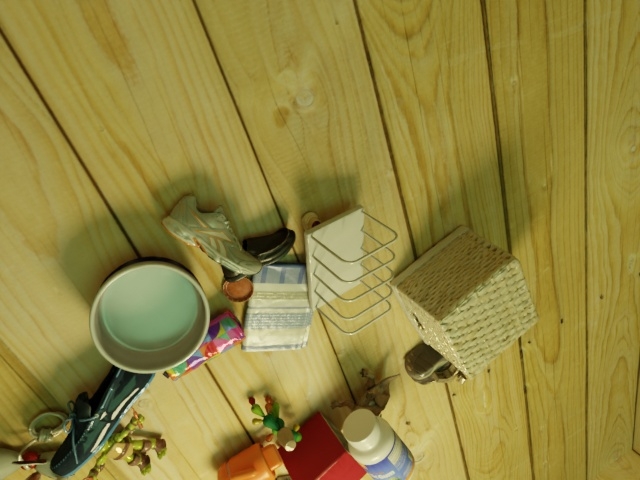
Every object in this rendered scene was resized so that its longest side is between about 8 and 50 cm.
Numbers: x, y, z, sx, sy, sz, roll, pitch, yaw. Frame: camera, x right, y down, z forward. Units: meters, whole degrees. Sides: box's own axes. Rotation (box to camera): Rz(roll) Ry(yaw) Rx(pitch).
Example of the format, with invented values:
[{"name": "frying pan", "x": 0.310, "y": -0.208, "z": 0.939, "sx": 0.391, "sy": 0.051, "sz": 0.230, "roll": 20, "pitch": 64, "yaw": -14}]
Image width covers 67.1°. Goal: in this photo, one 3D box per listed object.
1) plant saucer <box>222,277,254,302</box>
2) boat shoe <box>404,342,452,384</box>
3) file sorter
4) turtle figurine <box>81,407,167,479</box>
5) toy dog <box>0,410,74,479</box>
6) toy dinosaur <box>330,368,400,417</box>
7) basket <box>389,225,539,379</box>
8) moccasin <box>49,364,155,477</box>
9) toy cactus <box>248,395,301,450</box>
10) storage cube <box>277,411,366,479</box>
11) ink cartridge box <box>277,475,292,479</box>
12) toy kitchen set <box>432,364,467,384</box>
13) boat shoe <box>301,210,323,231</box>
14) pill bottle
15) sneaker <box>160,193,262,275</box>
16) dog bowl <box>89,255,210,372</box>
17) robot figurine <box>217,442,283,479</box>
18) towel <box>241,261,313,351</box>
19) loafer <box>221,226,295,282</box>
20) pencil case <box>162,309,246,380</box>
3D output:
[{"name": "plant saucer", "x": -0.221, "y": 0.129, "z": 1.303, "sx": 0.083, "sy": 0.013, "sz": 0.084, "roll": -2, "pitch": 116, "yaw": -3}, {"name": "boat shoe", "x": 0.463, "y": 0.388, "z": 1.720, "sx": 0.355, "sy": 0.132, "sz": 0.130, "roll": -30, "pitch": 133, "yaw": -1}, {"name": "file sorter", "x": 0.088, "y": 0.088, "z": 1.304, "sx": 0.192, "sy": 0.173, "sz": 0.278, "roll": -27, "pitch": 134, "yaw": -27}, {"name": "turtle figurine", "x": -0.548, "y": 0.581, "z": 1.320, "sx": 0.270, "sy": 0.087, "sz": 0.217, "roll": -56, "pitch": 134, "yaw": -9}, {"name": "toy dog", "x": -0.771, "y": 0.567, "z": 1.160, "sx": 0.333, "sy": 0.161, "sz": 0.220, "roll": -5, "pitch": 115, "yaw": -24}, {"name": "toy dinosaur", "x": 0.179, "y": 0.566, "z": 1.654, "sx": 0.296, "sy": 0.127, "sz": 0.200, "roll": -51, "pitch": 124, "yaw": -2}, {"name": "basket", "x": 0.464, "y": 0.193, "z": 1.534, "sx": 0.331, "sy": 0.266, "sz": 0.328, "roll": -38, "pitch": 123, "yaw": -8}, {"name": "moccasin", "x": -0.566, "y": 0.415, "z": 1.214, "sx": 0.117, "sy": 0.137, "sz": 0.342, "roll": 45, "pitch": 70, "yaw": -32}, {"name": "toy cactus", "x": -0.131, "y": 0.577, "z": 1.469, "sx": 0.112, "sy": 0.180, "sz": 0.219, "roll": -39, "pitch": 114, "yaw": -11}, {"name": "storage cube", "x": 0.008, "y": 0.726, "z": 1.589, "sx": 0.193, "sy": 0.215, "sz": 0.184, "roll": -41, "pitch": 128, "yaw": -7}, {"name": "ink cartridge box", "x": -0.078, "y": 0.941, "z": 1.745, "sx": 0.223, "sy": 0.045, "sz": 0.224, "roll": 8, "pitch": 110, "yaw": -29}, {"name": "toy kitchen set", "x": 0.439, "y": 0.452, "z": 1.622, "sx": 0.075, "sy": 0.068, "sz": 0.083, "roll": 9, "pitch": 122, "yaw": -33}, {"name": "boat shoe", "x": 0.000, "y": 0.000, "z": 1.336, "sx": 0.063, "sy": 0.059, "sz": 0.170, "roll": -34, "pitch": 123, "yaw": -8}, {"name": "pill bottle", "x": 0.179, "y": 0.652, "z": 1.520, "sx": 0.152, "sy": 0.152, "sz": 0.272, "roll": -38, "pitch": 121, "yaw": -6}, {"name": "sneaker", "x": -0.241, "y": -0.015, "z": 1.162, "sx": 0.262, "sy": 0.099, "sz": 0.121, "roll": 33, "pitch": 87, "yaw": -16}, {"name": "dog bowl", "x": -0.404, "y": 0.174, "z": 1.155, "sx": 0.264, "sy": 0.104, "sz": 0.265, "roll": -3, "pitch": 100, "yaw": -18}, {"name": "robot figurine", "x": -0.229, "y": 0.726, "z": 1.518, "sx": 0.219, "sy": 0.158, "sz": 0.128, "roll": -29, "pitch": 107, "yaw": -7}, {"name": "towel", "x": -0.113, "y": 0.193, "z": 1.387, "sx": 0.209, "sy": 0.034, "sz": 0.285, "roll": 2, "pitch": 110, "yaw": -25}, {"name": "loafer", "x": -0.164, "y": 0.026, "z": 1.255, "sx": 0.220, "sy": 0.080, "sz": 0.078, "roll": -33, "pitch": 124, "yaw": -9}, {"name": "pencil case", "x": -0.318, "y": 0.279, "z": 1.288, "sx": 0.236, "sy": 0.104, "sz": 0.104, "roll": -30, "pitch": 122, "yaw": -13}]
